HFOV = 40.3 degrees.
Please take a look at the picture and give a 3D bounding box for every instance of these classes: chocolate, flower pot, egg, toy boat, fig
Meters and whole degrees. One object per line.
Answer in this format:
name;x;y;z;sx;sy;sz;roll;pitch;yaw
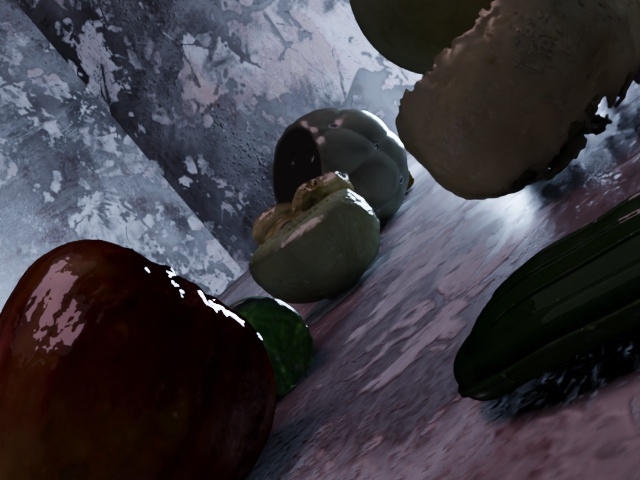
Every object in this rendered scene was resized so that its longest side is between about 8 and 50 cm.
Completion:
chocolate;-0.075;0.113;0.987;0.110;0.110;0.291;-40;2;-8
flower pot;0.038;-0.120;1.561;0.195;0.246;0.246;-3;-19;-34
egg;0.137;-0.295;0.996;0.218;0.218;0.295;-40;2;-1
toy boat;0.136;0.015;0.399;0.210;0.052;0.104;-38;6;38
fig;-0.149;0.123;0.670;0.224;0.224;0.263;-37;40;33

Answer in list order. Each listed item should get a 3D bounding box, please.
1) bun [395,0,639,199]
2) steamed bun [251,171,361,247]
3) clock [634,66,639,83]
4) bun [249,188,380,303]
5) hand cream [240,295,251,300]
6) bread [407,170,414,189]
bun;0.199;-0.141;0.824;0.259;0.152;0.259;-39;-8;-6
steamed bun;0.000;0.000;1.366;0.178;0.106;0.192;-29;-31;0
clock;0.380;-0.231;0.909;0.153;0.050;0.110;-41;4;-16
bun;-0.002;0.019;1.196;0.195;0.118;0.195;-36;9;7
hand cream;-0.160;0.163;1.571;0.079;0.048;0.255;-37;5;15
bread;0.095;-0.100;1.757;0.172;0.103;0.132;-36;10;-1
